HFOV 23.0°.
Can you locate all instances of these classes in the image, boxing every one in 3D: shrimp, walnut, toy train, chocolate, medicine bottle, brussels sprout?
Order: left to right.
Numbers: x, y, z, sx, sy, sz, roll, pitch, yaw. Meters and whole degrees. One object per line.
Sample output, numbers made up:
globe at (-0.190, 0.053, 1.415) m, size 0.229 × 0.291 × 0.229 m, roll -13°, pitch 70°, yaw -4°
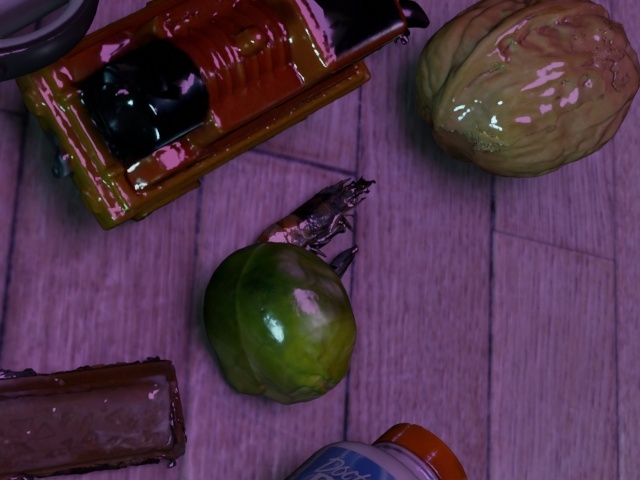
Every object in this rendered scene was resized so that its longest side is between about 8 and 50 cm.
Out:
chocolate at (-0.251, 0.152, 1.289) m, size 0.329 × 0.065 × 0.102 m, roll -3°, pitch 77°, yaw -35°
toy train at (-0.079, -0.159, 1.389) m, size 0.369 × 0.231 × 0.163 m, roll -33°, pitch 93°, yaw -34°
brussels sprout at (-0.031, 0.071, 1.407) m, size 0.155 × 0.155 × 0.117 m, roll 41°, pitch 58°, yaw -15°
shrimp at (0.000, 0.000, 1.517) m, size 0.161 × 0.034 × 0.091 m, roll -41°, pitch 111°, yaw -28°
medicine bottle at (0.006, 0.278, 1.357) m, size 0.288 × 0.157 × 0.157 m, roll -38°, pitch 97°, yaw -34°
walnut at (0.208, -0.161, 1.600) m, size 0.245 × 0.198 × 0.198 m, roll -26°, pitch 90°, yaw -29°

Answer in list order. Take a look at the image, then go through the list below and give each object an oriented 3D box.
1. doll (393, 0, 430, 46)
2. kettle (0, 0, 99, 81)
doll at (0.026, -0.288, 1.595) m, size 0.091 × 0.067 × 0.219 m, roll -27°, pitch 85°, yaw -32°
kettle at (-0.279, -0.226, 1.307) m, size 0.221 × 0.161 × 0.236 m, roll 40°, pitch 55°, yaw 19°
